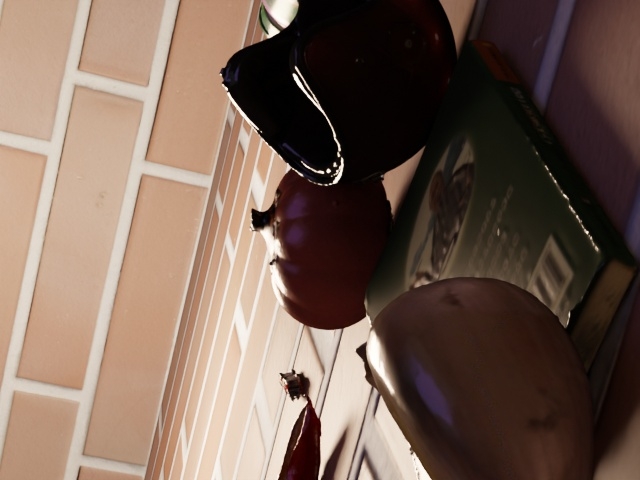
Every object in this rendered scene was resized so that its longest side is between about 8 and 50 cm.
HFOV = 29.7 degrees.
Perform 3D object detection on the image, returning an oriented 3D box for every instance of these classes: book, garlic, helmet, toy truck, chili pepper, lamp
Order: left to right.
[{"bbox_3d":[-0.035,0.294,1.312,0.059,0.050,0.268,27,105,56],"label":"chili pepper"},{"bbox_3d":[-0.037,0.182,1.519,0.083,0.024,0.032,-178,77,-81],"label":"toy truck"},{"bbox_3d":[0.000,0.000,1.201,0.182,0.140,0.182,180,90,-85],"label":"lamp"},{"bbox_3d":[0.027,-0.155,1.094,0.189,0.193,0.216,-179,93,-65],"label":"helmet"},{"bbox_3d":[0.112,0.034,0.870,0.371,0.043,0.260,-100,27,-61],"label":"book"},{"bbox_3d":[0.095,0.113,0.638,0.128,0.148,0.266,-34,35,11],"label":"garlic"}]

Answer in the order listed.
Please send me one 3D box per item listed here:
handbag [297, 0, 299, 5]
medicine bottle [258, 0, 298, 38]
[{"bbox_3d":[0.080,-0.442,1.260,0.327,0.162,0.325,126,151,-47],"label":"handbag"},{"bbox_3d":[-0.008,-0.383,1.693,0.274,0.133,0.133,118,161,-59],"label":"medicine bottle"}]
